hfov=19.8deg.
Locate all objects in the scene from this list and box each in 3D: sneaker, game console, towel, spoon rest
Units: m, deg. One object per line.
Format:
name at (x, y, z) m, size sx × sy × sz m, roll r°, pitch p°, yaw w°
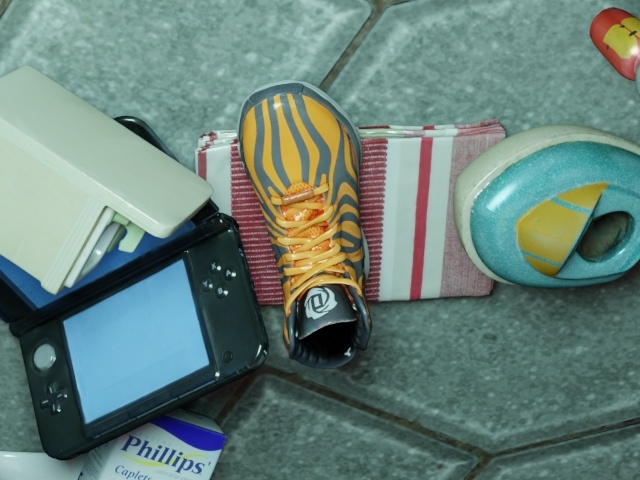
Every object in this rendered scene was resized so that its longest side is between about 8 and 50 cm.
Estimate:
sneaker at (0.000, 0.000, 1.858) m, size 0.125 × 0.180 × 0.321 m, roll -14°, pitch 131°, yaw 6°
game console at (-0.236, 0.056, 1.909) m, size 0.293 × 0.250 × 0.173 m, roll -27°, pitch 153°, yaw 22°
towel at (0.031, -0.026, 1.983) m, size 0.329 × 0.037 × 0.237 m, roll -2°, pitch 130°, yaw -4°
spoon rest at (-0.329, 0.294, 2.165) m, size 0.276 × 0.084 × 0.137 m, roll 8°, pitch 129°, yaw -31°

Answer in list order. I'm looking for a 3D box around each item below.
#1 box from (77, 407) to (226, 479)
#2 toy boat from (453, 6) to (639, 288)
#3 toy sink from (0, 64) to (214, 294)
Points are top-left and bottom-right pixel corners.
box at (-0.197, 0.257, 2.114) m, size 0.126 × 0.072 × 0.137 m, roll 20°, pitch 95°, yaw -23°
toy boat at (0.279, -0.076, 1.883) m, size 0.268 × 0.148 × 0.318 m, roll 2°, pitch 123°, yaw -34°
toy sink at (-0.248, -0.044, 1.788) m, size 0.234 × 0.153 × 0.131 m, roll 33°, pitch 113°, yaw 3°
